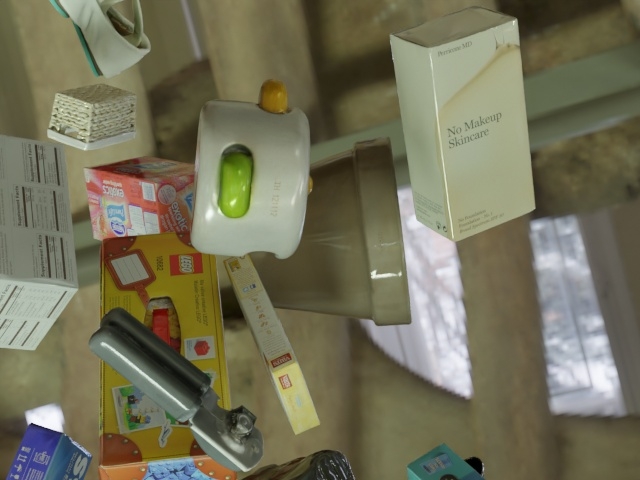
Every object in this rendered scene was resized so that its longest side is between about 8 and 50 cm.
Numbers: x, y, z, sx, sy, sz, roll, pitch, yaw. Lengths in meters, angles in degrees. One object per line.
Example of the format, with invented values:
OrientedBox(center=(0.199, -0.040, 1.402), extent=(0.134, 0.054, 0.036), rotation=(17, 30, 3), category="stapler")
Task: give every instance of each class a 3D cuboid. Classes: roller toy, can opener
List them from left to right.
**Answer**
OrientedBox(center=(-0.191, 0.208, 1.664), extent=(0.095, 0.283, 0.076), rotation=(-39, -162, 35), category="can opener")
OrientedBox(center=(-0.082, -0.077, 1.581), extent=(0.146, 0.209, 0.191), rotation=(5, 140, -8), category="roller toy")

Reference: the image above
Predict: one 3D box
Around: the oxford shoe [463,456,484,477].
OrientedBox(center=(0.232, 0.481, 2.401), extent=(0.083, 0.096, 0.227), rotation=(29, -134, 22), category="oxford shoe")

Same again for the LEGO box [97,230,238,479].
OrientedBox(center=(-0.237, 0.283, 2.037), extent=(0.193, 0.372, 0.500), rotation=(-5, -140, -5), category="LEGO box")

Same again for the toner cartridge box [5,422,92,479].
OrientedBox(center=(-0.525, 0.516, 2.274), extent=(0.075, 0.347, 0.165), rotation=(13, 160, 17), category="toner cartridge box")

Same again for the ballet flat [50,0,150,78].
OrientedBox(center=(-0.376, -0.409, 2.113), extent=(0.139, 0.139, 0.400), rotation=(-15, 156, 3), category="ballet flat")

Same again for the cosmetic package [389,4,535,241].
OrientedBox(center=(0.214, -0.173, 1.896), extent=(0.160, 0.309, 0.113), rotation=(-22, -150, -21), category="cosmetic package")

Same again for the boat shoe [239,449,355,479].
OrientedBox(center=(-0.084, 0.328, 1.413), extent=(0.120, 0.122, 0.324), rotation=(-10, -176, 36), category="boat shoe")

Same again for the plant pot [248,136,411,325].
OrientedBox(center=(0.000, 0.000, 2.159), extent=(0.280, 0.323, 0.323), rotation=(-7, -178, 2), category="plant pot")

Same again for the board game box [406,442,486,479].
OrientedBox(center=(0.245, 0.510, 1.928), extent=(0.079, 0.336, 0.254), rotation=(-27, -141, -23), category="board game box")

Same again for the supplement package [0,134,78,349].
OrientedBox(center=(-0.481, 0.004, 1.944), extent=(0.145, 0.262, 0.204), rotation=(8, 144, -30), category="supplement package")

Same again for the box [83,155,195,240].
OrientedBox(center=(-0.322, -0.068, 2.459), extent=(0.142, 0.154, 0.300), rotation=(-14, -165, -34), category="box")

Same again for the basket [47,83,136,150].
OrientedBox(center=(-0.473, -0.262, 2.667), extent=(0.113, 0.103, 0.167), rotation=(19, -158, 25), category="basket")

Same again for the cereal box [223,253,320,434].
OrientedBox(center=(-0.075, 0.155, 1.947), extent=(0.047, 0.240, 0.173), rotation=(-22, 138, -5), category="cereal box")
